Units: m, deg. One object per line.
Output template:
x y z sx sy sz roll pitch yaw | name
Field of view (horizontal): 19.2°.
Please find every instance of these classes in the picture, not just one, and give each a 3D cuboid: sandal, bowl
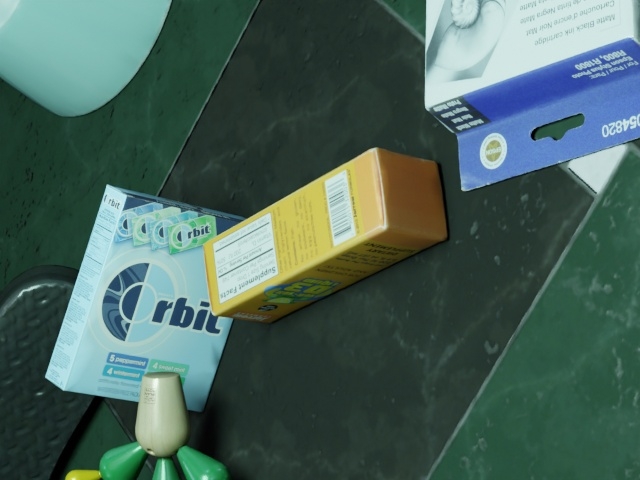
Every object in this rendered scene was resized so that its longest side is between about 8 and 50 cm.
-0.342 0.209 1.938 0.446 0.167 0.107 -53 19 16 | sandal
-0.301 -0.297 1.999 0.311 0.163 0.311 -16 68 47 | bowl

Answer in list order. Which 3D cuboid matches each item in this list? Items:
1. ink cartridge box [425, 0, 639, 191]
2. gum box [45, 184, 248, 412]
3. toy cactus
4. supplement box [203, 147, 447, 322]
0.172 -0.171 1.493 0.223 0.045 0.224 -18 67 46 | ink cartridge box
-0.150 0.055 1.723 0.041 0.157 0.184 27 101 50 | gum box
-0.148 0.209 1.690 0.219 0.112 0.180 4 99 44 | toy cactus
0.000 0.000 1.624 0.233 0.078 0.080 -25 64 44 | supplement box
